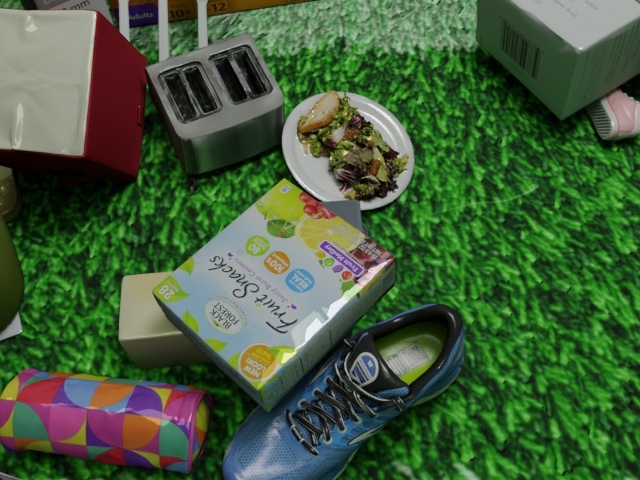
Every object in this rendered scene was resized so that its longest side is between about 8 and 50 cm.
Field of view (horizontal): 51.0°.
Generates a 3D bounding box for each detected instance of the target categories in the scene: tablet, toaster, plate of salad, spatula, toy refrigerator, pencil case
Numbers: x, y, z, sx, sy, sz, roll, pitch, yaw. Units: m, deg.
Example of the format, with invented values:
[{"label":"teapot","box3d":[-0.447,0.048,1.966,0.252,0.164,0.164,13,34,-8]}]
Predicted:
[{"label":"tablet","box3d":[-0.428,0.096,0.885,0.054,0.006,0.083,-21,61,-10]},{"label":"toaster","box3d":[-0.150,-0.193,0.977,0.168,0.110,0.185,-23,69,-12]},{"label":"plate of salad","box3d":[0.044,-0.137,0.964,0.200,0.048,0.199,6,64,-13]},{"label":"spatula","box3d":[-0.236,-0.335,1.025,0.168,0.019,0.242,-3,98,-19]},{"label":"toy refrigerator","box3d":[-0.099,0.086,0.828,0.270,0.102,0.094,-5,60,-1]},{"label":"pencil case","box3d":[-0.244,0.206,0.769,0.236,0.104,0.104,5,60,6]}]

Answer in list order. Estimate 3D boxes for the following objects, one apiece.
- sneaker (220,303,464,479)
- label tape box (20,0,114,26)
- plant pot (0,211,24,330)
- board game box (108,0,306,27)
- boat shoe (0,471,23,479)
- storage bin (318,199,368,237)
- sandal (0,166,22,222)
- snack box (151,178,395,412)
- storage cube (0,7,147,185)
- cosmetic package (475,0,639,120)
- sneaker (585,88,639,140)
[{"label":"sneaker","box3d":[0.028,0.168,0.753,0.330,0.147,0.130,-34,65,-16]},{"label":"label tape box","box3d":[-0.423,-0.433,1.000,0.106,0.333,0.240,-30,64,-15]},{"label":"plant pot","box3d":[-0.475,0.008,0.764,0.275,0.293,0.274,-3,63,6]},{"label":"board game box","box3d":[-0.209,-0.625,1.095,0.357,0.356,0.356,-10,61,-5]},{"label":"boat shoe","box3d":[-0.352,0.289,0.684,0.341,0.158,0.127,7,60,5]},{"label":"storage bin","box3d":[0.000,0.000,0.882,0.135,0.091,0.098,-4,60,0]},{"label":"sandal","box3d":[-0.501,-0.135,0.977,0.088,0.079,0.240,-26,63,-13]},{"label":"snack box","box3d":[-0.048,0.053,0.741,0.174,0.070,0.207,36,67,26]},{"label":"storage cube","box3d":[-0.356,-0.189,0.904,0.184,0.193,0.214,5,87,4]},{"label":"cosmetic package","box3d":[0.447,-0.374,0.982,0.385,0.156,0.217,-33,62,-7]},{"label":"sneaker","box3d":[0.446,-0.207,1.017,0.070,0.051,0.134,-1,59,-8]}]
